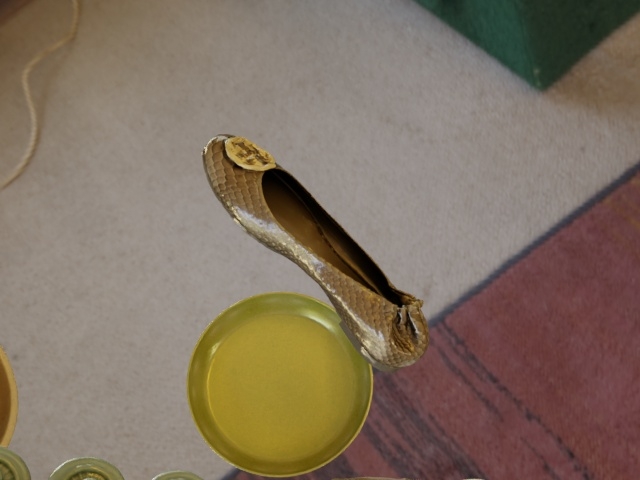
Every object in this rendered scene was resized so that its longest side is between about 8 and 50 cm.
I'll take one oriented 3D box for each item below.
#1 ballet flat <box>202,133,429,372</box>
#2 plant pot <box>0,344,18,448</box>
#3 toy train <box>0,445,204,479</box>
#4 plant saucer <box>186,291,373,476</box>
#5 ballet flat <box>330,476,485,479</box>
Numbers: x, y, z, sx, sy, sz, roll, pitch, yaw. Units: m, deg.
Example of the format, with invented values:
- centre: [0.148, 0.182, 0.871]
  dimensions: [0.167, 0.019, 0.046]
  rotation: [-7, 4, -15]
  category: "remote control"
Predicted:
- centre: [0.000, 0.000, 0.827]
  dimensions: [0.250, 0.058, 0.084]
  rotation: [49, 39, 8]
  category: "ballet flat"
- centre: [-0.670, 0.277, 1.494]
  dimensions: [0.305, 0.334, 0.333]
  rotation: [-39, 45, 35]
  category: "plant pot"
- centre: [-0.227, 0.305, 0.924]
  dimensions: [0.334, 0.142, 0.190]
  rotation: [12, 52, -17]
  category: "toy train"
- centre: [-0.053, 0.187, 1.323]
  dimensions: [0.241, 0.037, 0.241]
  rotation: [0, 72, 0]
  category: "plant saucer"
- centre: [0.166, 0.318, 1.005]
  dimensions: [0.342, 0.116, 0.124]
  rotation: [39, 92, 22]
  category: "ballet flat"
